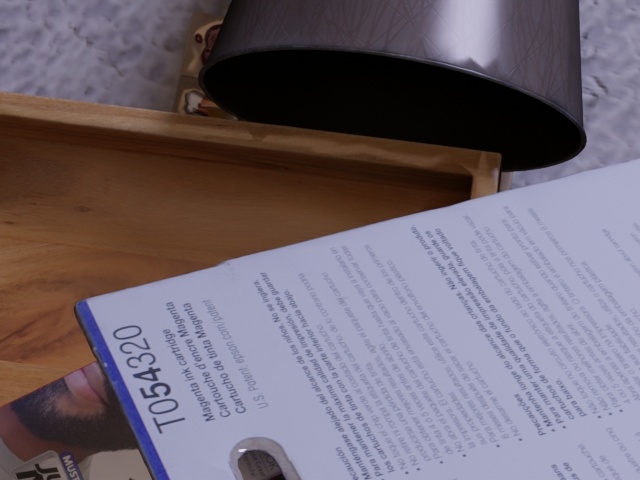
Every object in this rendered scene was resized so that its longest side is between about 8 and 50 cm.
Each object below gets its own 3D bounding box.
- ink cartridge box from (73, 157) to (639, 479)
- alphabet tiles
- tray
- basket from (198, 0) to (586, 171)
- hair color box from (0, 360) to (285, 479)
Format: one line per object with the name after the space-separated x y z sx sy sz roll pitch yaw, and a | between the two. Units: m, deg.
0.097 0.105 0.785 0.330 0.071 0.324 -15 42 -16 | ink cartridge box
0.000 0.000 1.025 0.198 0.009 0.237 11 80 5 | alphabet tiles
-0.120 0.032 0.984 0.411 0.076 0.202 7 82 7 | tray
0.055 -0.171 0.981 0.204 0.154 0.226 9 73 3 | basket
-0.103 0.109 0.907 0.167 0.053 0.093 -26 78 0 | hair color box
